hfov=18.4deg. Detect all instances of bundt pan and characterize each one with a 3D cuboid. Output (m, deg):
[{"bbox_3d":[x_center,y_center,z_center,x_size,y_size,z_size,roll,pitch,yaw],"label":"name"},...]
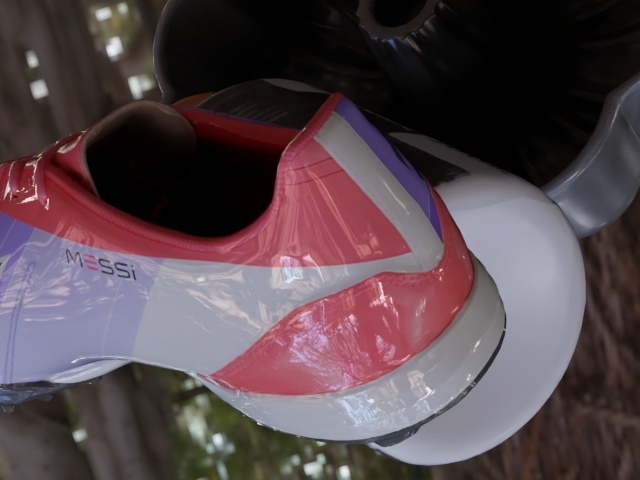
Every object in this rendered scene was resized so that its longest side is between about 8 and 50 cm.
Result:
[{"bbox_3d":[0.073,-0.108,1.113,0.331,0.124,0.330,-15,-121,27],"label":"bundt pan"}]

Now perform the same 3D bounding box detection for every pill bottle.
[{"bbox_3d":[0.000,0.000,0.908,0.130,0.130,0.246,-28,-151,-21],"label":"pill bottle"}]

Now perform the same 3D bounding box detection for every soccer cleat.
[{"bbox_3d":[-0.081,-0.003,0.725,0.318,0.116,0.108,4,-136,41],"label":"soccer cleat"}]
